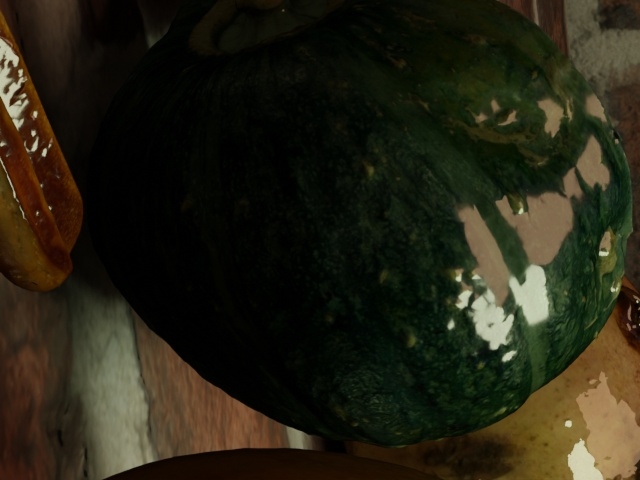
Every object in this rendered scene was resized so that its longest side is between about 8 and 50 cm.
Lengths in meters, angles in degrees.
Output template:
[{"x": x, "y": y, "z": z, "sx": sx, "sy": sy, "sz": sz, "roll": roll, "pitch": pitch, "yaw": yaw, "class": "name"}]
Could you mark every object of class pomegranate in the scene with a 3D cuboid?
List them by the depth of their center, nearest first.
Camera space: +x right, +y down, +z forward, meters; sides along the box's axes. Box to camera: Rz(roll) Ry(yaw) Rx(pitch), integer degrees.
[{"x": 0.156, "y": 0.132, "z": 1.543, "sx": 0.322, "sy": 0.322, "sz": 0.322, "roll": -2, "pitch": 90, "yaw": -74, "class": "pomegranate"}]

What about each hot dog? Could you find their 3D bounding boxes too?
[{"x": -0.156, "y": -0.047, "z": 0.854, "sx": 0.072, "sy": 0.055, "sz": 0.188, "roll": -81, "pitch": 161, "yaw": -44, "class": "hot dog"}]

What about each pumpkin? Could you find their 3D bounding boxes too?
[{"x": 0.000, "y": 0.000, "z": 1.011, "sx": 0.197, "sy": 0.293, "sz": 0.263, "roll": -46, "pitch": 131, "yaw": -33, "class": "pumpkin"}]

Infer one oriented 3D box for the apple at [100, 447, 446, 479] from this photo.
[{"x": -0.003, "y": 0.260, "z": 0.822, "sx": 0.338, "sy": 0.305, "sz": 0.338, "roll": 169, "pitch": -90, "yaw": -77, "class": "apple"}]
